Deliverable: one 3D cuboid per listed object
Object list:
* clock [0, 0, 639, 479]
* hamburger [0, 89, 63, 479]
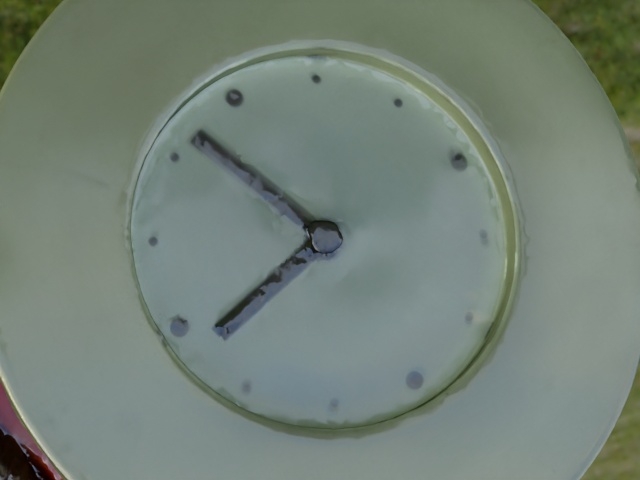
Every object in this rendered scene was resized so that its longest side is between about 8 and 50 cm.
[{"bbox_3d":[0.000,0.000,0.494,0.235,0.235,0.029,-7,169,-14],"label":"clock"},{"bbox_3d":[-0.230,0.044,0.819,0.250,0.330,0.330,-48,151,-12],"label":"hamburger"}]
